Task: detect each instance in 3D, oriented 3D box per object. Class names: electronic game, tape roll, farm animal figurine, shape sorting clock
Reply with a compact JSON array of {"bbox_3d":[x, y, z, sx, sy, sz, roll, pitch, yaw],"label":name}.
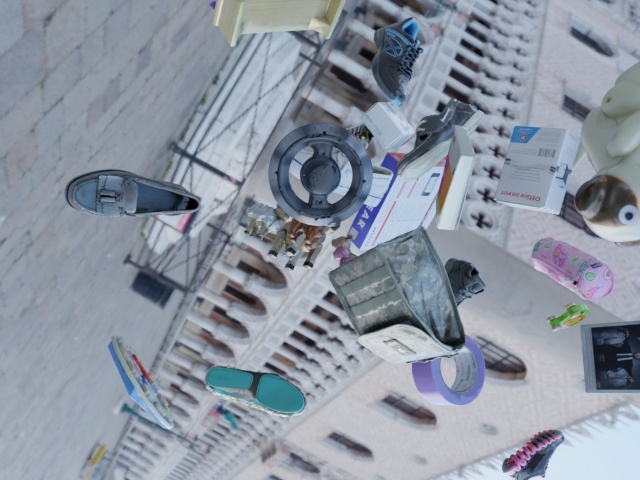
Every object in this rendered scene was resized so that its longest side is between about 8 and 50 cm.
[{"bbox_3d":[0.000,-0.143,1.308,0.229,0.229,0.048,-59,-173,16],"label":"electronic game"},{"bbox_3d":[0.338,0.337,1.572,0.080,0.189,0.188,-23,-144,57],"label":"tape roll"},{"bbox_3d":[0.000,0.000,1.634,0.327,0.330,0.172,6,-121,41],"label":"farm animal figurine"},{"bbox_3d":[-0.333,0.264,1.125,0.040,0.206,0.206,-35,-179,-11],"label":"shape sorting clock"}]

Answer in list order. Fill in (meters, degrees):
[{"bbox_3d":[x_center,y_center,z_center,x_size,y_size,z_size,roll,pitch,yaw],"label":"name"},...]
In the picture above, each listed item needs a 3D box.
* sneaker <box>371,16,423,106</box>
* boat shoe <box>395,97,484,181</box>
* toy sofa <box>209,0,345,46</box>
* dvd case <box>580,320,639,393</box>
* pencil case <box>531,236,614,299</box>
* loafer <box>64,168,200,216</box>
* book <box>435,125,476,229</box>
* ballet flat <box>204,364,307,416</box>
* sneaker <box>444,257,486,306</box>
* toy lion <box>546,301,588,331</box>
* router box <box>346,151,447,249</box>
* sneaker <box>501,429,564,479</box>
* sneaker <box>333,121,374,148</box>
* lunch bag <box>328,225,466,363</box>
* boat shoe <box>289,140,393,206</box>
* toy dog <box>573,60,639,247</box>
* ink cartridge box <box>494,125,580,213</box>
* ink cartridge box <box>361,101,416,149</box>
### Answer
[{"bbox_3d":[0.241,-0.562,1.841,0.140,0.125,0.340,-21,-127,30],"label":"sneaker"},{"bbox_3d":[0.203,-0.185,1.087,0.233,0.079,0.084,-41,167,-30],"label":"boat shoe"},{"bbox_3d":[-0.128,-0.691,1.735,0.363,0.177,0.150,-15,154,-30],"label":"toy sofa"},{"bbox_3d":[0.775,0.291,1.486,0.239,0.030,0.179,-16,-114,47],"label":"dvd case"},{"bbox_3d":[0.744,0.080,1.781,0.124,0.124,0.284,-59,-163,10],"label":"pencil case"},{"bbox_3d":[-0.366,-0.090,1.198,0.084,0.268,0.096,13,-81,44],"label":"loafer"},{"bbox_3d":[0.218,-0.103,0.983,0.096,0.035,0.144,-85,-179,-50],"label":"book"},{"bbox_3d":[-0.140,0.333,1.322,0.077,0.241,0.091,83,27,-59],"label":"ballet flat"},{"bbox_3d":[0.411,0.164,1.793,0.130,0.087,0.227,9,-113,50],"label":"sneaker"},{"bbox_3d":[0.583,0.178,1.387,0.100,0.096,0.034,-56,-135,46],"label":"toy lion"},{"bbox_3d":[0.280,-0.130,2.007,0.301,0.082,0.335,-3,129,-42],"label":"router box"},{"bbox_3d":[0.365,0.367,1.001,0.119,0.057,0.047,-39,179,4],"label":"sneaker"},{"bbox_3d":[0.121,-0.338,1.951,0.171,0.063,0.075,-32,-147,-14],"label":"sneaker"},{"bbox_3d":[0.178,0.148,1.344,0.169,0.286,0.235,-23,175,-32],"label":"lunch bag"},{"bbox_3d":[0.063,-0.206,1.577,0.156,0.367,0.135,-57,-138,20],"label":"boat shoe"},{"bbox_3d":[0.756,-0.191,1.461,0.396,0.285,0.407,-13,-133,47],"label":"toy dog"},{"bbox_3d":[0.517,-0.170,1.428,0.140,0.082,0.190,18,-86,48],"label":"ink cartridge box"},{"bbox_3d":[0.164,-0.271,1.399,0.056,0.099,0.135,-39,176,26],"label":"ink cartridge box"}]
